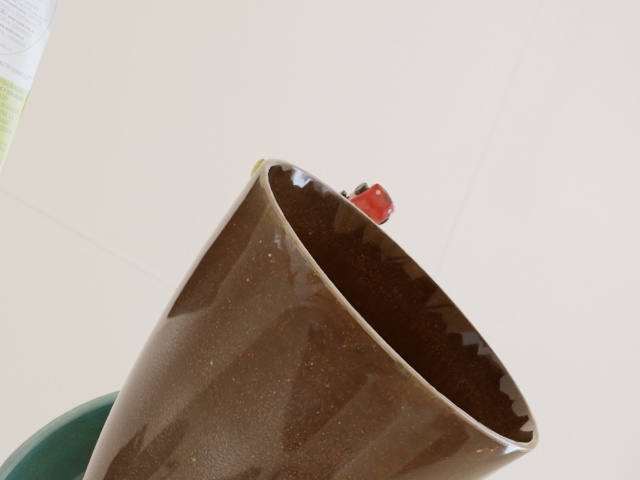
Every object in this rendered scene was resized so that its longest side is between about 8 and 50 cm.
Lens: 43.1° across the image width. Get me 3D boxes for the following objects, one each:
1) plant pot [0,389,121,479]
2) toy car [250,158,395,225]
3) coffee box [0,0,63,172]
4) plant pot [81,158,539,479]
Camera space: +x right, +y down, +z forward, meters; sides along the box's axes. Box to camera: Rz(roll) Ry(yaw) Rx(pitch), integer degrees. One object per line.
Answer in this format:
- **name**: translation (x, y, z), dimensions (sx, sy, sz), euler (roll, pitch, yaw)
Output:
- **plant pot**: translation (-0.170, 0.400, 0.904), dimensions (0.341, 0.334, 0.341), euler (-5, -141, 4)
- **toy car**: translation (0.000, 0.000, 1.188), dimensions (0.239, 0.224, 0.053), euler (16, -136, 29)
- **coffee box**: translation (-0.499, -0.232, 0.754), dimensions (0.338, 0.338, 0.334), euler (15, -95, 25)
- **plant pot**: translation (-0.033, 0.107, 0.482), dimensions (0.215, 0.215, 0.230), euler (45, -77, -3)
